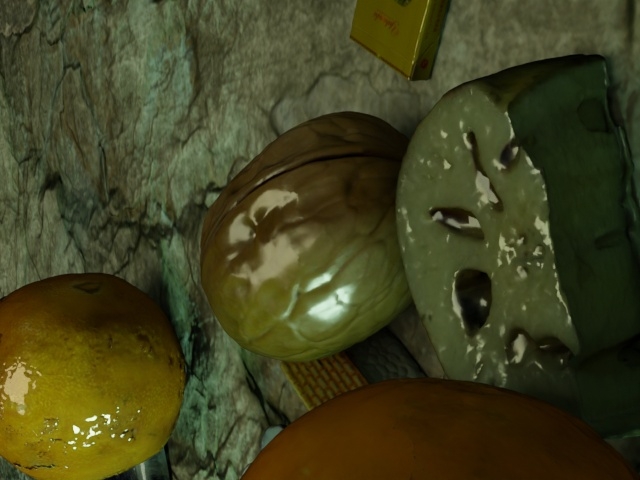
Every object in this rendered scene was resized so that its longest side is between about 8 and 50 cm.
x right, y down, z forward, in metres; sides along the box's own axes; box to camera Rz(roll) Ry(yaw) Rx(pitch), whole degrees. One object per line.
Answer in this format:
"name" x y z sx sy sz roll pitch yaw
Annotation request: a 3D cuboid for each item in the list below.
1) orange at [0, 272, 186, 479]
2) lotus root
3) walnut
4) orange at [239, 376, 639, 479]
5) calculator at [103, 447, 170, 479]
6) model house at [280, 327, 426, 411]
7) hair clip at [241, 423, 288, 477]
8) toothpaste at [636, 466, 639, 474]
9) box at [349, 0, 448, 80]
"orange" -0.267 0.150 1.174 0.240 0.240 0.240 18 111 54
"lotus root" 0.129 0.009 0.648 0.138 0.119 0.235 -25 77 50
"walnut" 0.000 0.000 0.797 0.207 0.167 0.167 -41 61 28
"orange" 0.055 0.188 0.513 0.246 0.246 0.246 18 111 54
"calculator" -0.252 0.228 1.352 0.177 0.040 0.268 -27 72 53
"model house" 0.018 0.135 0.861 0.088 0.100 0.100 50 136 39
"hair clip" 0.001 0.279 0.954 0.257 0.075 0.146 54 136 45
"toothpaste" 0.244 0.199 0.593 0.197 0.035 0.057 57 134 37
"box" 0.067 -0.205 0.785 0.087 0.023 0.155 42 130 41
